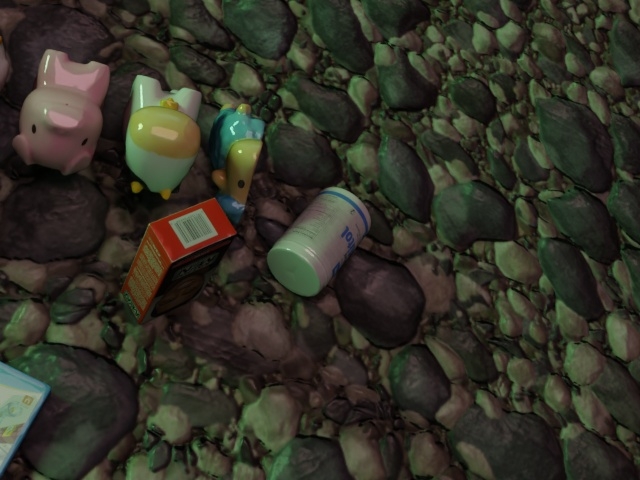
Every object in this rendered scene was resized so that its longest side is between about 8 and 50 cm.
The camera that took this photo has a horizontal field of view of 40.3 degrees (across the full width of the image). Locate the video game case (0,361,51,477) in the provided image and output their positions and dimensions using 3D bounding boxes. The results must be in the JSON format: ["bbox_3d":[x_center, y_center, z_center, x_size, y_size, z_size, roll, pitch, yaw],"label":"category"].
[{"bbox_3d":[-0.320,0.169,0.728,0.119,0.015,0.166,28,56,-7],"label":"video game case"}]

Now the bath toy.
[{"bbox_3d":[-0.236,-0.114,0.859,0.348,0.151,0.129,14,94,-15],"label":"bath toy"}]

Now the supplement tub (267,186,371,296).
[{"bbox_3d":[0.000,0.000,0.925,0.071,0.071,0.107,39,56,0],"label":"supplement tub"}]

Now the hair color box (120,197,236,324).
[{"bbox_3d":[-0.135,0.022,0.811,0.072,0.141,0.043,-25,76,-32],"label":"hair color box"}]
